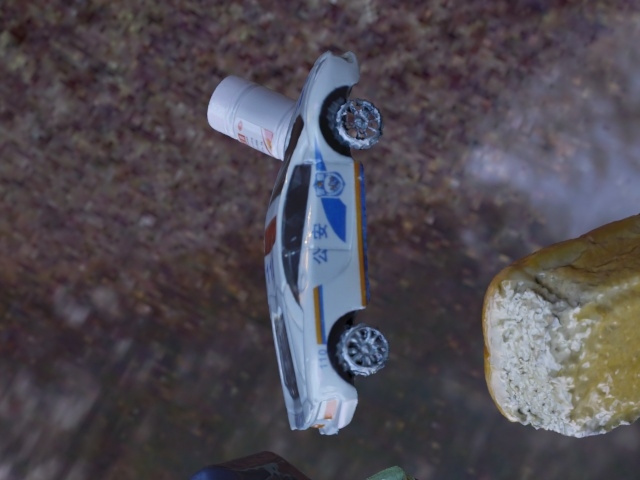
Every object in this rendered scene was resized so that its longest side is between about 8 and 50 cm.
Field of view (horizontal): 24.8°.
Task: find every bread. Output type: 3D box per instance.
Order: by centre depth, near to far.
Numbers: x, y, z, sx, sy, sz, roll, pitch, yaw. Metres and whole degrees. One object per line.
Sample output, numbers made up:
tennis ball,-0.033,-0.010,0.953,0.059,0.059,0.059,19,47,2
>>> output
bread,0.259,0.072,1.286,0.121,0.245,0.174,30,138,61

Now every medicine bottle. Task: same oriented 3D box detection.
medicine bottle,-0.053,-0.112,1.339,0.089,0.057,0.057,26,157,23

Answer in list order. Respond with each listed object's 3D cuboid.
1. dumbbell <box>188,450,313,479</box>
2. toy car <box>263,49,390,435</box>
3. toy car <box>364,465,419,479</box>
dumbbell,-0.101,0.283,0.913,0.144,0.325,0.160,27,-156,-40
toy car,0.000,0.000,0.764,0.056,0.205,0.095,0,169,-10
toy car,0.018,0.285,1.412,0.186,0.093,0.058,-35,116,24
